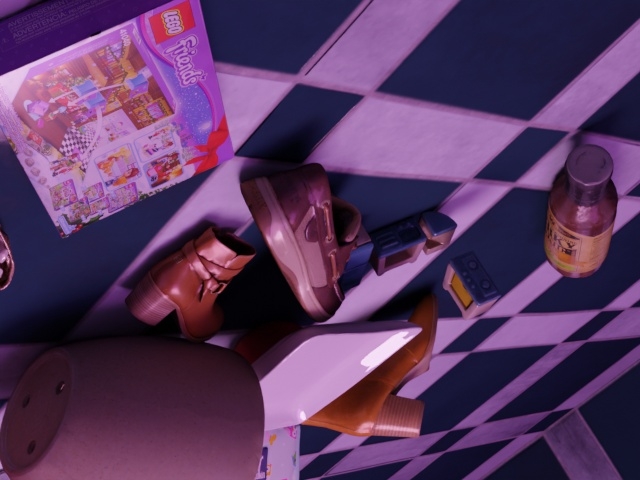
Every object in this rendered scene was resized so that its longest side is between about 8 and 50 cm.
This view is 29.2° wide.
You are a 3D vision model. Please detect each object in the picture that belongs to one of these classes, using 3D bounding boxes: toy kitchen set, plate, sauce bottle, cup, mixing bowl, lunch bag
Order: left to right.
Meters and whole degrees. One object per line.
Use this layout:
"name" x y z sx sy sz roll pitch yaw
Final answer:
"cup" -0.266 0.253 1.575 0.237 0.331 0.331 29 122 -34
"lunch bag" -0.165 0.420 2.160 0.223 0.160 0.262 4 125 -46
"mixing bowl" -0.070 0.186 1.870 0.181 0.098 0.181 -24 155 -12
"plate" -0.028 0.188 1.728 0.278 0.045 0.277 -41 156 28
"toy kitchen set" 0.129 0.049 1.740 0.207 0.166 0.122 -22 155 -19
"sauce bottle" 0.416 -0.048 1.956 0.111 0.111 0.344 -28 155 -5

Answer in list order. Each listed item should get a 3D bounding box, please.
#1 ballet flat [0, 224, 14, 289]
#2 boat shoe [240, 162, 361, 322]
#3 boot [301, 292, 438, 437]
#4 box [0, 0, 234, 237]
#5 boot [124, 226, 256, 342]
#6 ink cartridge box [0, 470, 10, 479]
"ballet flat" -0.345 -0.007 1.208 0.073 0.067 0.206 -27 156 -5
"boat shoe" 0.000 0.000 1.563 0.123 0.123 0.342 -28 150 -1
"boot" 0.077 0.188 2.013 0.211 0.295 0.104 11 140 5
"box" -0.196 -0.127 1.154 0.201 0.057 0.293 -25 156 -9
"boot" -0.140 0.055 1.569 0.152 0.073 0.197 -41 157 14
"ink cartridge box" -0.498 0.521 1.885 0.129 0.223 0.307 -12 151 -35
